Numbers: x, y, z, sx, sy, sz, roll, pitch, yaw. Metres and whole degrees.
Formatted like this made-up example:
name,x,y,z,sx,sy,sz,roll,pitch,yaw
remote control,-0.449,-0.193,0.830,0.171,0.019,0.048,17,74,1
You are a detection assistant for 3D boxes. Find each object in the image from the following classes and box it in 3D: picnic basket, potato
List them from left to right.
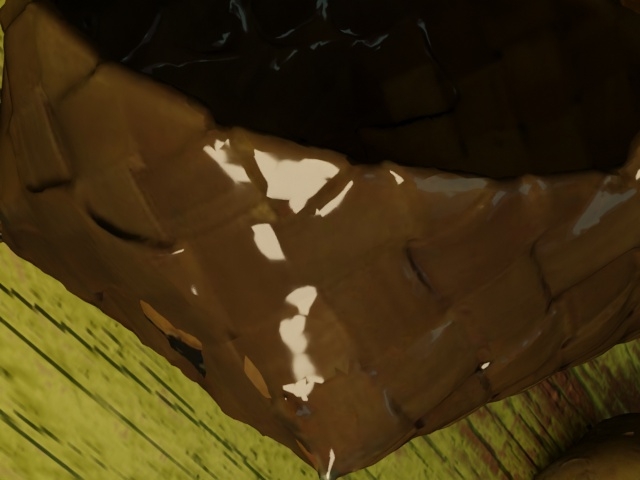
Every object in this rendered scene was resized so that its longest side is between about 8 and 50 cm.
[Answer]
name,x,y,z,sx,sy,sz,roll,pitch,yaw
picnic basket,0.043,-0.111,0.753,0.337,0.293,0.337,-37,146,-31
potato,0.217,0.192,1.288,0.176,0.137,0.137,-23,119,-50

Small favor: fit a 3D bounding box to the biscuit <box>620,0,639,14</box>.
name,x,y,z,sx,sy,sz,roll,pitch,yaw
biscuit,0.216,-0.136,1.261,0.205,0.031,0.138,44,63,-53
